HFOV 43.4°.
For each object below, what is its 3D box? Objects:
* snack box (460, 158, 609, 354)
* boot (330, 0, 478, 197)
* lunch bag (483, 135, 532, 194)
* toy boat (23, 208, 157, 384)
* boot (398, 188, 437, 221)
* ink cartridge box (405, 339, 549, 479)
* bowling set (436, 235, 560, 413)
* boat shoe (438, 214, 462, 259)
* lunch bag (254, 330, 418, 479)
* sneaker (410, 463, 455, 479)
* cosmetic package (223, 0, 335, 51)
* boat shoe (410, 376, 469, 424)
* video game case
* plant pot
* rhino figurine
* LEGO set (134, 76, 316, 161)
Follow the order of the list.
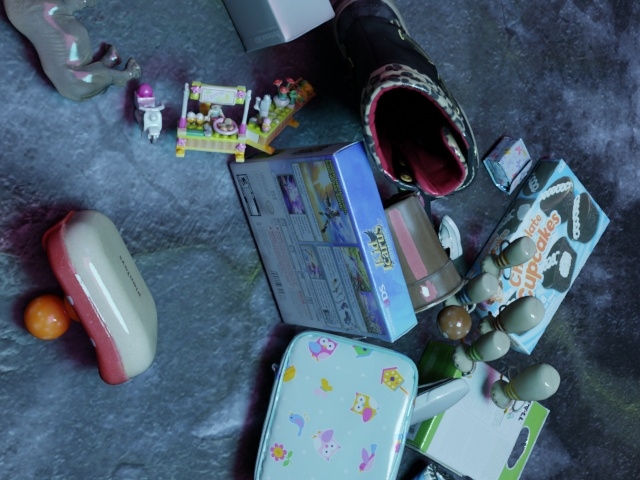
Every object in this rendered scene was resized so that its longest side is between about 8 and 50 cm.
[{"bbox_3d":[0.403,0.028,1.505,0.187,0.060,0.322,43,72,-26],"label":"snack box"},{"bbox_3d":[0.144,-0.154,1.145,0.138,0.284,0.377,-25,125,12],"label":"boot"},{"bbox_3d":[0.346,-0.136,1.460,0.071,0.053,0.083,-46,125,-19],"label":"lunch bag"},{"bbox_3d":[-0.310,0.084,1.040,0.151,0.151,0.231,-22,108,3],"label":"toy boat"},{"bbox_3d":[0.190,-0.073,1.373,0.099,0.045,0.121,-25,103,-28],"label":"boot"},{"bbox_3d":[0.266,0.322,1.427,0.255,0.097,0.189,36,75,-30],"label":"ink cartridge box"},{"bbox_3d":[0.250,0.128,1.300,0.199,0.154,0.287,7,67,-22],"label":"bowling set"},{"bbox_3d":[0.219,-0.001,1.393,0.035,0.035,0.100,-35,138,-13],"label":"boat shoe"},{"bbox_3d":[0.020,0.276,1.217,0.224,0.108,0.279,14,83,9],"label":"lunch bag"},{"bbox_3d":[0.203,0.450,1.428,0.073,0.063,0.162,-30,130,15],"label":"sneaker"},{"bbox_3d":[-0.090,-0.395,1.122,0.107,0.127,0.238,-32,108,-26],"label":"cosmetic package"},{"bbox_3d":[0.131,0.261,1.302,0.219,0.070,0.078,-24,148,2],"label":"boat shoe"},{"bbox_3d":[0.000,0.000,1.141,0.061,0.244,0.270,-29,109,-34],"label":"video game case"},{"bbox_3d":[0.123,0.018,1.281,0.167,0.167,0.165,-27,99,-27],"label":"plant pot"},{"bbox_3d":[-0.336,-0.286,1.010,0.106,0.073,0.243,-40,112,-26],"label":"rhino figurine"},{"bbox_3d":[-0.107,-0.193,1.110,0.287,0.132,0.107,-14,140,-29],"label":"LEGO set"}]
